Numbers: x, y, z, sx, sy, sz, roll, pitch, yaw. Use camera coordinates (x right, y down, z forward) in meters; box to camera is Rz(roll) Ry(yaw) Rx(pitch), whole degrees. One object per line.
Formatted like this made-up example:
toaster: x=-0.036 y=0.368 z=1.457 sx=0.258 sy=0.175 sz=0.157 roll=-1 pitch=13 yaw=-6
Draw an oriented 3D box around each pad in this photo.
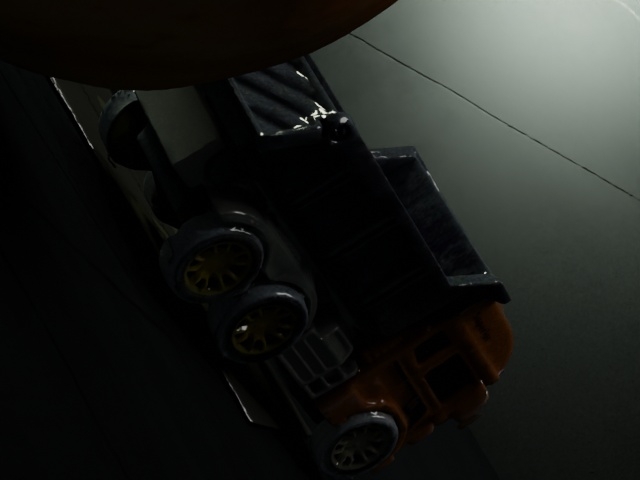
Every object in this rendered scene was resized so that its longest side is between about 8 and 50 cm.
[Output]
pad: x=-0.060 y=-0.011 z=0.662 sx=0.190 sy=0.004 sz=0.127 roll=58 pitch=3 yaw=11

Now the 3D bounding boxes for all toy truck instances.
toy truck: x=0.000 y=0.000 z=0.619 sx=0.083 sy=0.092 sz=0.192 roll=60 pitch=3 yaw=41

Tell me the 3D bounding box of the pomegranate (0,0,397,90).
pomegranate: x=-0.039 y=-0.134 z=0.415 sx=0.209 sy=0.209 sz=0.209 roll=58 pitch=3 yaw=-5
